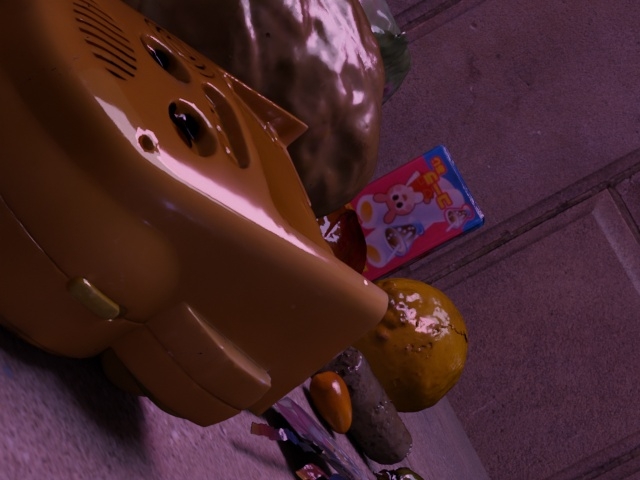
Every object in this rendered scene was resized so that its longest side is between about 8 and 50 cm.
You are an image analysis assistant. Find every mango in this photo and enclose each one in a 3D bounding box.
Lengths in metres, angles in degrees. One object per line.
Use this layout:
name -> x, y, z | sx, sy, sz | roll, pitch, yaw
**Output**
mango -> 0.015, 0.201, 1.484 | 0.060, 0.046, 0.089 | -99, 172, -67

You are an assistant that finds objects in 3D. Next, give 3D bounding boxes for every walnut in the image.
walnut -> -0.088, -0.143, 1.050 | 0.253, 0.282, 0.277 | -99, 171, -54

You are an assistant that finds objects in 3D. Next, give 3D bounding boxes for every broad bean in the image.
broad bean -> 0.155, 0.391, 1.671 | 0.077, 0.061, 0.339 | 51, -3, 43
broad bean -> -0.003, 0.002, 1.870 | 0.228, 0.122, 0.156 | 33, 54, -65

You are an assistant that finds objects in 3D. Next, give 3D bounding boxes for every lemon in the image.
lemon -> 0.126, 0.159, 1.858 | 0.260, 0.204, 0.204 | 66, 0, -52

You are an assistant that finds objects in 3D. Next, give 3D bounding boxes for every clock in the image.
clock -> -0.130, -0.036, 0.785 | 0.317, 0.200, 0.244 | 41, 16, -48

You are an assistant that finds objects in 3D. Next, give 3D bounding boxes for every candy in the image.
candy -> 0.122, -0.027, 2.136 | 0.157, 0.306, 0.100 | 62, 4, 9

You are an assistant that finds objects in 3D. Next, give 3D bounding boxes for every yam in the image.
yam -> 0.057, 0.218, 1.595 | 0.179, 0.078, 0.078 | 57, 7, -32

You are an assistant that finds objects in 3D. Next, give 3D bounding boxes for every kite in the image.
kite -> 0.001, 0.213, 1.205 | 0.204, 0.022, 0.360 | 45, 1, 20

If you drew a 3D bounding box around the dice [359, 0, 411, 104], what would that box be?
dice -> -0.088, -0.294, 1.573 | 0.322, 0.318, 0.330 | 62, 6, 15
